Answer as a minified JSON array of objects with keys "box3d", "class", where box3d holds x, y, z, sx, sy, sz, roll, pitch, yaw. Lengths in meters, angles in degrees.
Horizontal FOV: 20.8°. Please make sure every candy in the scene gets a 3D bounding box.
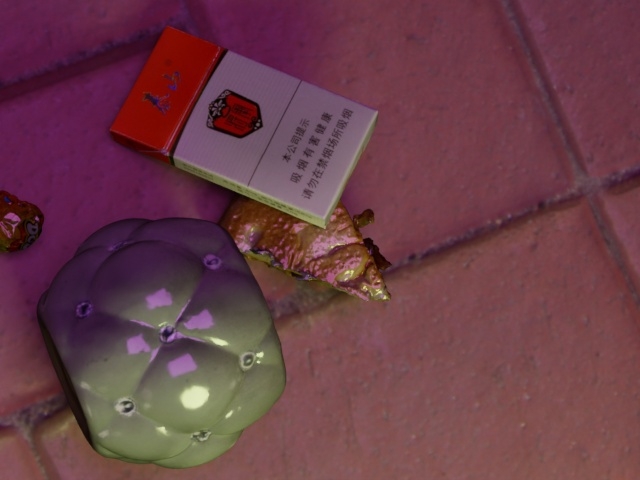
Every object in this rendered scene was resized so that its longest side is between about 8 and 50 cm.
[{"box3d":[-0.364,-0.058,1.739,0.201,0.060,0.060,37,71,2],"class":"candy"}]

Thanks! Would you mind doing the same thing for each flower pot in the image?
[{"box3d":[-0.154,0.097,1.665,0.195,0.246,0.246,-21,85,-14],"class":"flower pot"}]

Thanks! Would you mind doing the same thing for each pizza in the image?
[{"box3d":[-0.001,0.001,1.808,0.194,0.069,0.154,43,74,11],"class":"pizza"}]

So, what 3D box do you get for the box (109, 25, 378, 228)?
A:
[{"box3d":[-0.078,-0.118,1.797,0.245,0.035,0.139,24,72,9],"class":"box"}]
